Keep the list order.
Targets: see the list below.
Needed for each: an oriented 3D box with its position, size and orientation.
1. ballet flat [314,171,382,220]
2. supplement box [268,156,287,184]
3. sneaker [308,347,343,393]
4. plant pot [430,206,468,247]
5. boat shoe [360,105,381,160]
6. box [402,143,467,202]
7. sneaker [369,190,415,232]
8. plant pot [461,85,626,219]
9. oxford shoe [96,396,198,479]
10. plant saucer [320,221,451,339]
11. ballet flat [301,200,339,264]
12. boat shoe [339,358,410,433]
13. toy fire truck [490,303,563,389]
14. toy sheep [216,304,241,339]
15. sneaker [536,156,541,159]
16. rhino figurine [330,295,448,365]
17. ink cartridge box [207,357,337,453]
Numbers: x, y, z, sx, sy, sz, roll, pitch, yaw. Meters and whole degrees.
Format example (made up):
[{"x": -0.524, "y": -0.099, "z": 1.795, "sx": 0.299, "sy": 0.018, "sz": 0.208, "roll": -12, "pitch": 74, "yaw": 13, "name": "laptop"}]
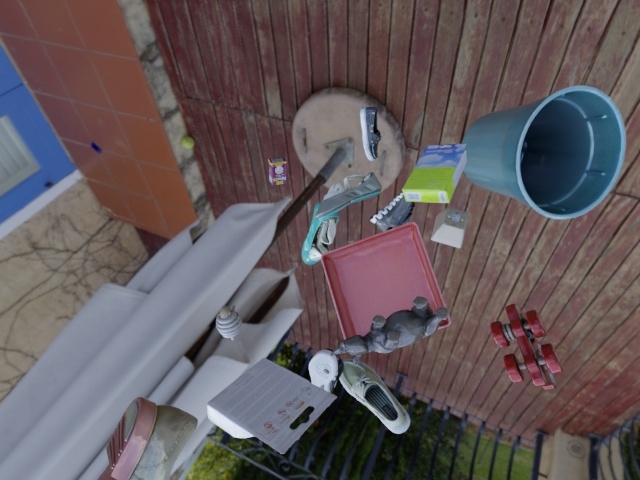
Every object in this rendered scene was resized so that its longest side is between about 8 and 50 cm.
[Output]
[{"x": 0.057, "y": -0.109, "z": 0.971, "sx": 0.072, "sy": 0.213, "sz": 0.068, "roll": -22, "pitch": 93, "yaw": 54, "name": "ballet flat"}, {"x": -0.147, "y": -0.238, "z": 1.430, "sx": 0.043, "sy": 0.054, "sz": 0.083, "roll": -123, "pitch": 26, "yaw": -51, "name": "supplement box"}, {"x": 0.023, "y": 0.353, "z": 1.197, "sx": 0.079, "sy": 0.121, "sz": 0.217, "roll": 20, "pitch": 130, "yaw": 16, "name": "sneaker"}, {"x": 0.460, "y": -0.053, "z": 1.461, "sx": 0.108, "sy": 0.109, "sz": 0.096, "roll": 17, "pitch": 155, "yaw": 10, "name": "plant pot"}, {"x": 0.131, "y": -0.267, "z": 1.052, "sx": 0.040, "sy": 0.049, "sz": 0.142, "roll": 3, "pitch": 127, "yaw": 26, "name": "boat shoe"}, {"x": 0.280, "y": -0.164, "z": 1.008, "sx": 0.109, "sy": 0.178, "sz": 0.042, "roll": 6, "pitch": 139, "yaw": 35, "name": "box"}, {"x": 0.277, "y": -0.101, "z": 1.395, "sx": 0.234, "sy": 0.078, "sz": 0.106, "roll": -40, "pitch": 83, "yaw": 34, "name": "sneaker"}, {"x": 0.614, "y": -0.261, "z": 1.237, "sx": 0.341, "sy": 0.341, "sz": 0.334, "roll": 48, "pitch": 178, "yaw": -20, "name": "plant pot"}, {"x": -0.362, "y": 0.503, "z": 0.785, "sx": 0.146, "sy": 0.397, "sz": 0.140, "roll": 27, "pitch": 178, "yaw": -30, "name": "oxford shoe"}, {"x": 0.156, "y": 0.117, "z": 1.035, "sx": 0.258, "sy": 0.259, "sz": 0.047, "roll": -20, "pitch": 166, "yaw": 16, "name": "plant saucer"}, {"x": 0.000, "y": 0.000, "z": 1.267, "sx": 0.087, "sy": 0.083, "sz": 0.247, "roll": 54, "pitch": 142, "yaw": 41, "name": "ballet flat"}, {"x": 0.159, "y": 0.463, "z": 1.301, "sx": 0.302, "sy": 0.109, "sz": 0.094, "roll": 34, "pitch": 158, "yaw": 42, "name": "boat shoe"}, {"x": 0.773, "y": 0.394, "z": 1.547, "sx": 0.169, "sy": 0.302, "sz": 0.254, "roll": -27, "pitch": 148, "yaw": 27, "name": "toy fire truck"}, {"x": -0.294, "y": 0.267, "z": 1.348, "sx": 0.091, "sy": 0.091, "sz": 0.132, "roll": 6, "pitch": 123, "yaw": 33, "name": "toy sheep"}, {"x": 0.817, "y": -0.297, "z": 1.407, "sx": 0.153, "sy": 0.234, "sz": 0.094, "roll": 58, "pitch": 180, "yaw": -37, "name": "sneaker"}, {"x": 0.134, "y": 0.190, "z": 0.844, "sx": 0.106, "sy": 0.243, "sz": 0.073, "roll": 73, "pitch": 174, "yaw": -63, "name": "rhino figurine"}, {"x": -0.104, "y": 0.359, "z": 0.901, "sx": 0.224, "sy": 0.181, "sz": 0.056, "roll": 17, "pitch": 121, "yaw": 34, "name": "ink cartridge box"}]
